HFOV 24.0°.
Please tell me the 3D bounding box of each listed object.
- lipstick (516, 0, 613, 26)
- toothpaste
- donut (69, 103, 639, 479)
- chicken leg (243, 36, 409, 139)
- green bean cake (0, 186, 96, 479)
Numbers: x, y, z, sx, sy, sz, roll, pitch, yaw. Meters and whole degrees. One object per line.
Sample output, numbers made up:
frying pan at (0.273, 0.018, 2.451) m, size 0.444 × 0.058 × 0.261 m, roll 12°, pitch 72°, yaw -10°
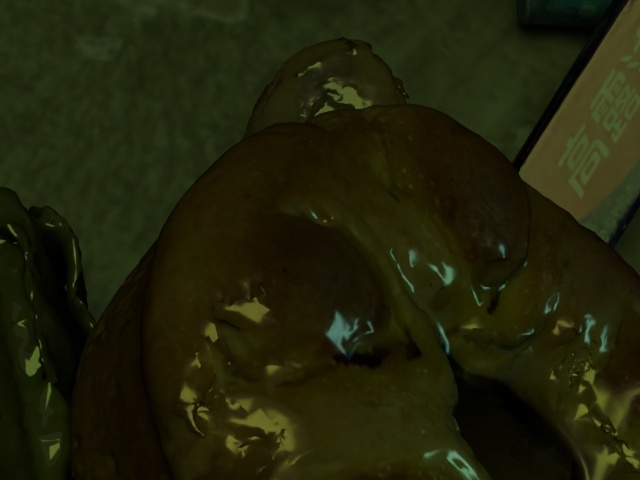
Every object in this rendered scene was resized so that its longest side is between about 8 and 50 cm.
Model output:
lipstick at (0.192, -0.142, 0.849) m, size 0.157 × 0.048 × 0.048 m, roll 2°, pitch 66°, yaw -1°
toothpaste at (0.194, -0.132, 0.784) m, size 0.066 × 0.076 × 0.320 m, roll 31°, pitch 84°, yaw 2°
donut at (0.053, 0.101, 0.617) m, size 0.299 × 0.150 × 0.317 m, roll -7°, pitch 69°, yaw -41°
chicken leg at (-0.003, -0.001, 0.765) m, size 0.101 × 0.085 × 0.208 m, roll 21°, pitch 75°, yaw -9°
green bean cake at (-0.231, 0.121, 0.631) m, size 0.310 × 0.202 × 0.285 m, roll -15°, pitch 65°, yaw -9°
